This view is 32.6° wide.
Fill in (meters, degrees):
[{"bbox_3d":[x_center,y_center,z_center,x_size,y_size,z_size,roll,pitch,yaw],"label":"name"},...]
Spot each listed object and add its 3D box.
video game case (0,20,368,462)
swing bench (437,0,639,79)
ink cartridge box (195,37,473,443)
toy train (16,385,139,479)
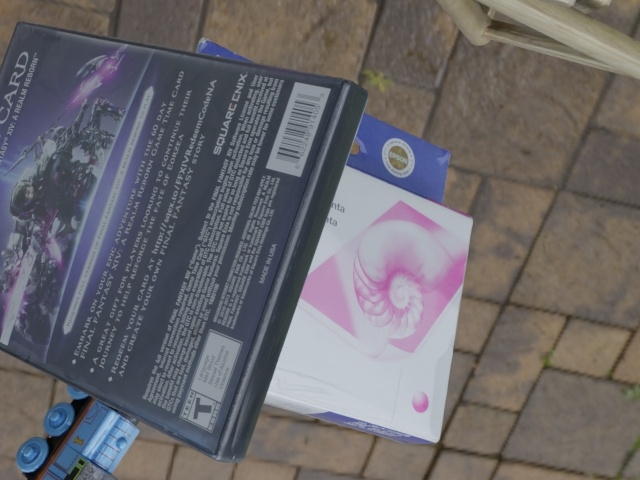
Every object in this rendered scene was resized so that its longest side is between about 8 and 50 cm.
[{"bbox_3d":[-0.115,-0.016,0.617,0.026,0.274,0.196,22,86,-51],"label":"video game case"},{"bbox_3d":[0.136,-0.232,0.571,0.165,0.254,0.253,22,97,32],"label":"swing bench"},{"bbox_3d":[0.000,0.000,1.058,0.324,0.330,0.071,20,161,-29],"label":"ink cartridge box"},{"bbox_3d":[-0.265,0.227,1.251,0.105,0.184,0.080,22,160,35],"label":"toy train"}]
